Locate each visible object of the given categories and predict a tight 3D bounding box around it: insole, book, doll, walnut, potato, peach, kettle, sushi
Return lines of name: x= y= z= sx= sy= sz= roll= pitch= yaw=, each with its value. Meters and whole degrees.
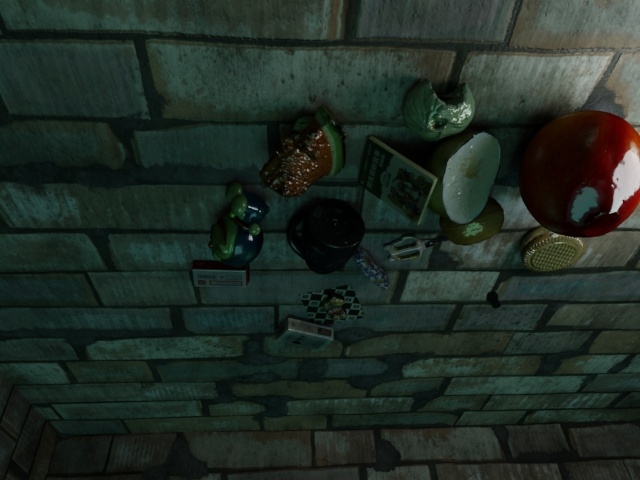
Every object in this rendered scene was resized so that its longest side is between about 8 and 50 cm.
insole: x=0.810 y=0.277 z=2.324 sx=0.053 sy=0.002 sz=0.152 roll=-23 pitch=134 yaw=21
book: x=0.240 y=-0.192 z=1.609 sx=0.027 sy=0.264 sz=0.201 roll=-35 pitch=152 yaw=-31
doll: x=-0.284 y=-0.035 z=1.765 sx=0.186 sy=0.198 sz=0.321 roll=8 pitch=129 yaw=-31
walnut: x=0.538 y=-0.074 z=1.776 sx=0.226 sy=0.193 sz=0.193 roll=-15 pitch=137 yaw=3
potato: x=0.427 y=-0.222 z=1.616 sx=0.247 sy=0.196 sz=0.299 roll=3 pitch=110 yaw=-33
peach: x=0.790 y=-0.187 z=1.515 sx=0.389 sy=0.388 sz=0.388 roll=-2 pitch=138 yaw=-2
kettle: x=0.000 y=0.000 z=1.847 sx=0.269 sy=0.207 sz=0.290 roll=31 pitch=145 yaw=6
sushi: x=0.058 y=0.325 z=2.295 sx=0.264 sy=0.050 sz=0.290 roll=-12 pitch=138 yaw=9

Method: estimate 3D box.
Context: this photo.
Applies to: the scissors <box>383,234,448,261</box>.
scissors: x=0.416 y=0.016 z=1.989 sx=0.318 sy=0.024 sz=0.160 roll=-15 pitch=137 yaw=12

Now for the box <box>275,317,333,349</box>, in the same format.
box: x=-0.078 y=0.454 z=2.406 sx=0.243 sy=0.067 sz=0.155 roll=18 pitch=140 yaw=-23

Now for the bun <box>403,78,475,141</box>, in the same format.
bun: x=0.352 y=-0.378 z=1.470 sx=0.213 sy=0.126 sz=0.203 roll=-16 pitch=139 yaw=13

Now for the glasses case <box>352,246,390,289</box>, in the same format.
glasses case: x=0.210 y=0.118 z=2.044 sx=0.065 sy=0.086 sz=0.248 roll=-29 pitch=133 yaw=20

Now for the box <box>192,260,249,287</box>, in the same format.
box: x=-0.409 y=0.141 z=2.058 sx=0.230 sy=0.050 sz=0.122 roll=1 pitch=140 yaw=-6

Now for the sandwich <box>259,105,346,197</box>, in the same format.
sandwich: x=-0.069 y=-0.262 z=1.547 sx=0.301 sy=0.162 sz=0.250 roll=-38 pitch=149 yaw=-6

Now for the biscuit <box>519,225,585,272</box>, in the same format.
biscuit: x=0.929 y=0.031 z=1.999 sx=0.260 sy=0.079 sz=0.259 roll=-1 pitch=139 yaw=-1
